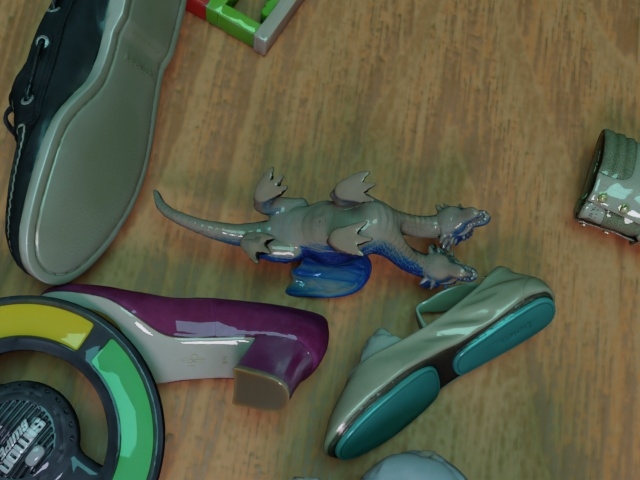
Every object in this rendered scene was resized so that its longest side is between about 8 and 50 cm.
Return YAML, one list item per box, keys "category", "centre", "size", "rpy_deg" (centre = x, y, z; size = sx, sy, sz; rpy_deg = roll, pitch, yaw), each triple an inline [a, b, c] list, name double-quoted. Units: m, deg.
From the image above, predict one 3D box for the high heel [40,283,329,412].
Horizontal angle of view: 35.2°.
- category: "high heel"
  centre: [-0.116, 0.069, 0.875]
  size: [0.244, 0.082, 0.117]
  rpy_deg: [12, 30, 14]

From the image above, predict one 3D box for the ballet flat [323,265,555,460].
- category: "ballet flat"
  centre: [0.091, 0.097, 0.878]
  size: [0.248, 0.086, 0.086]
  rpy_deg: [-30, 76, -17]

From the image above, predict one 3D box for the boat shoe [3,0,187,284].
- category: "boat shoe"
  centre: [-0.221, -0.126, 0.900]
  size: [0.113, 0.127, 0.340]
  rpy_deg: [5, 75, 27]

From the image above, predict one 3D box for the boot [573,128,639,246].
- category: "boot"
  centre: [0.315, 0.004, 0.930]
  size: [0.165, 0.077, 0.213]
  rpy_deg: [16, 64, -1]

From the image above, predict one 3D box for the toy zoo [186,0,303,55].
- category: "toy zoo"
  centre: [-0.131, -0.334, 1.023]
  size: [0.293, 0.030, 0.192]
  rpy_deg: [30, 70, 5]

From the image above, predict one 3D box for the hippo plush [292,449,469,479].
- category: "hippo plush"
  centre: [0.068, 0.296, 0.760]
  size: [0.294, 0.234, 0.236]
  rpy_deg: [-26, 44, -29]

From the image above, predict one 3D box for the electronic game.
- category: "electronic game"
  centre: [-0.238, 0.158, 0.806]
  size: [0.229, 0.048, 0.229]
  rpy_deg: [0, 81, 1]

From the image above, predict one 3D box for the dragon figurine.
- category: "dragon figurine"
  centre: [0.000, 0.000, 0.887]
  size: [0.289, 0.144, 0.085]
  rpy_deg: [-4, 69, 19]
